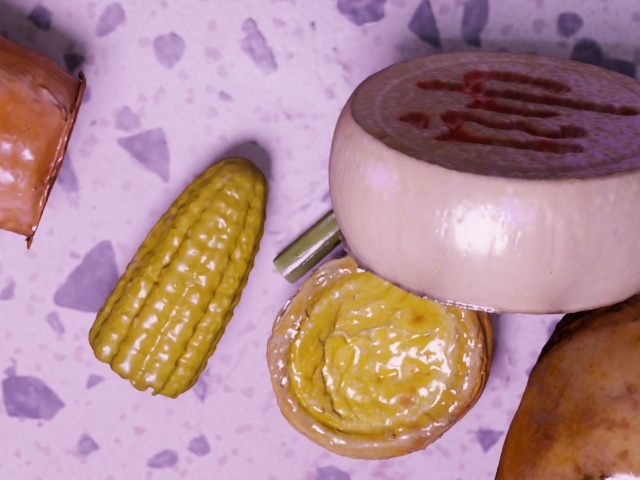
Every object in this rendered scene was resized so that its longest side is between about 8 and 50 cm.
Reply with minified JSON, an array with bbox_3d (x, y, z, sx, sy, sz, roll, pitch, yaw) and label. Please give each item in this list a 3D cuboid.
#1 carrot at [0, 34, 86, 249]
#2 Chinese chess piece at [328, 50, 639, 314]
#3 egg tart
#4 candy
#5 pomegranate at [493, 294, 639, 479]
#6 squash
[{"bbox_3d":[-0.310,-0.112,1.253,0.254,0.196,0.196,23,105,-8],"label":"carrot"},{"bbox_3d":[0.140,-0.047,1.216,0.270,0.270,0.112,3,117,1],"label":"Chinese chess piece"},{"bbox_3d":[0.050,0.088,1.357,0.191,0.074,0.191,0,105,1],"label":"egg tart"},{"bbox_3d":[-0.102,0.023,1.330,0.094,0.106,0.199,26,102,-25],"label":"candy"},{"bbox_3d":[0.278,0.175,1.261,0.322,0.322,0.322,0,106,1],"label":"pomegranate"},{"bbox_3d":[0.000,0.000,1.358,0.083,0.027,0.027,-41,101,12],"label":"squash"}]
